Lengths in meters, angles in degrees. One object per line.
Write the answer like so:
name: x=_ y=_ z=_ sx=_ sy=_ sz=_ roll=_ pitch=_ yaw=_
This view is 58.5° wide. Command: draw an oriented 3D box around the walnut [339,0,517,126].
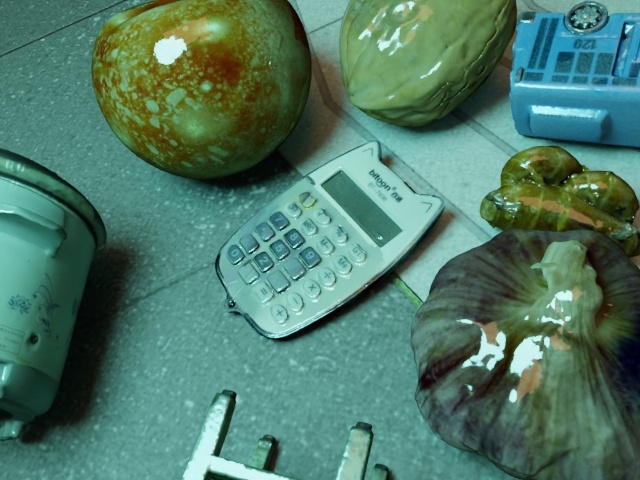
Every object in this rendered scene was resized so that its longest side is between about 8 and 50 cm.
walnut: x=0.127 y=-0.252 z=0.705 sx=0.245 sy=0.198 sz=0.198 roll=-45 pitch=56 yaw=5

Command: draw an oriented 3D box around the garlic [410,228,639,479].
garlic: x=0.190 y=0.088 z=0.478 sx=0.244 sy=0.160 sz=0.245 roll=-7 pitch=57 yaw=10

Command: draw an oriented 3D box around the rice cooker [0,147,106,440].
rice cooker: x=-0.374 y=0.040 z=0.593 sx=0.316 sy=0.264 sz=0.317 roll=-27 pitch=50 yaw=37

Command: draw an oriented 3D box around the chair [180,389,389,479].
chair: x=-0.047 y=0.272 z=0.425 sx=0.136 sy=0.147 sz=0.270 roll=9 pitch=58 yaw=19

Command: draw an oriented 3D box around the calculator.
calculator: x=0.000 y=0.000 z=0.660 sx=0.268 sy=0.040 sz=0.177 roll=-34 pitch=55 yaw=-8

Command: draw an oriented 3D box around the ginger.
ginger: x=0.260 y=-0.042 z=0.606 sx=0.162 sy=0.073 sz=0.103 roll=20 pitch=77 yaw=18

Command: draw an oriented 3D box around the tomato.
tomato: x=-0.137 y=-0.193 z=0.716 sx=0.270 sy=0.223 sz=0.270 roll=-8 pitch=29 yaw=5

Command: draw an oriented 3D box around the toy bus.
toy bus: x=0.326 y=-0.174 z=0.626 sx=0.234 sy=0.116 sz=0.134 roll=12 pitch=74 yaw=28
